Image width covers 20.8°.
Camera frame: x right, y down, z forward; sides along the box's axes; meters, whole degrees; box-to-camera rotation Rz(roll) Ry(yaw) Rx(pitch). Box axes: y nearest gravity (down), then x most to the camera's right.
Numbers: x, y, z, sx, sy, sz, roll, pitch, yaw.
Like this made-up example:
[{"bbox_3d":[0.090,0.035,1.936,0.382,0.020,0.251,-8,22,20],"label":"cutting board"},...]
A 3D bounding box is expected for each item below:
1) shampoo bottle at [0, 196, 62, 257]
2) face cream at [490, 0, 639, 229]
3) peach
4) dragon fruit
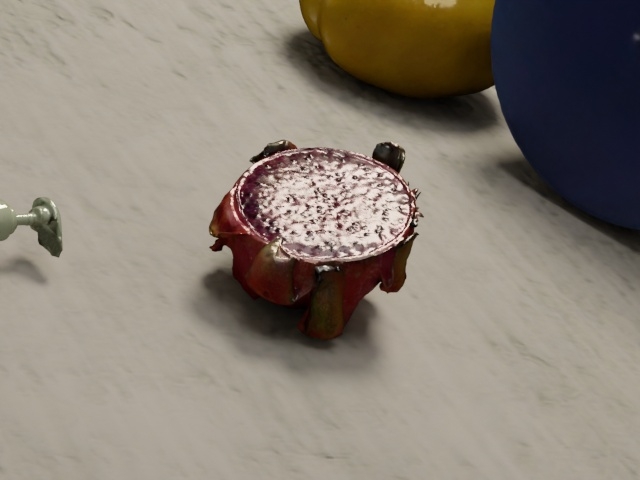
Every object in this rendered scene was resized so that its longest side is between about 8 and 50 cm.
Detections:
[{"bbox_3d":[-0.193,-0.008,0.842,0.152,0.045,0.077,-8,34,-42],"label":"shampoo bottle"},{"bbox_3d":[0.277,-0.139,1.210,0.249,0.249,0.225,34,25,28],"label":"face cream"},{"bbox_3d":[0.065,-0.173,1.300,0.179,0.103,0.179,13,27,-7],"label":"peach"},{"bbox_3d":[-0.004,0.002,0.940,0.112,0.068,0.126,7,38,-2],"label":"dragon fruit"}]
